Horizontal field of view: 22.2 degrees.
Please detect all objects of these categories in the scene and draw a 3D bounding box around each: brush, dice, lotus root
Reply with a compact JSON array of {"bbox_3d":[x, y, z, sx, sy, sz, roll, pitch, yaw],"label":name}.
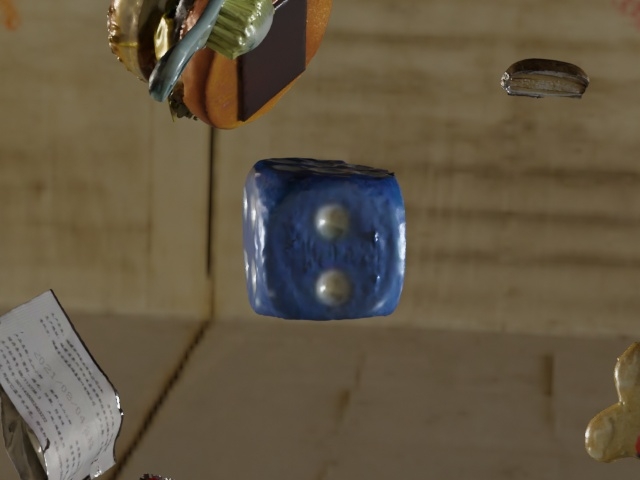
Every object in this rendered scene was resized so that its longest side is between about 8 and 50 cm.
[{"bbox_3d":[-0.079,-0.167,1.334,0.060,0.068,0.297,28,-154,-4],"label":"brush"},{"bbox_3d":[0.000,0.000,1.553,0.143,0.146,0.146,1,-171,-10],"label":"dice"},{"bbox_3d":[0.214,-0.158,1.559,0.083,0.037,0.030,3,-131,-9],"label":"lotus root"}]

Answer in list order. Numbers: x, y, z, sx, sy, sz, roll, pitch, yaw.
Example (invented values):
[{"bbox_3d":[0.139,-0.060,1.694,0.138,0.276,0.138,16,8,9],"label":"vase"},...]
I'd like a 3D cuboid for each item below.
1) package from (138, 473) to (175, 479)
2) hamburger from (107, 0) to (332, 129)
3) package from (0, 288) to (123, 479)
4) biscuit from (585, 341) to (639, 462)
[{"bbox_3d":[-0.165,0.421,2.302,0.071,0.194,0.269,-37,-147,-24],"label":"package"},{"bbox_3d":[-0.137,-0.296,2.098,0.225,0.291,0.291,31,-160,21],"label":"hamburger"},{"bbox_3d":[-0.334,0.199,2.065,0.062,0.251,0.204,-18,-173,22],"label":"package"},{"bbox_3d":[0.395,0.194,1.652,0.234,0.153,0.030,23,-172,19],"label":"biscuit"}]
